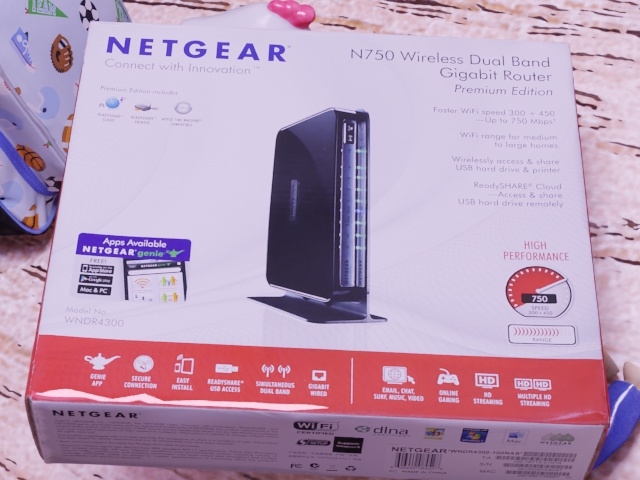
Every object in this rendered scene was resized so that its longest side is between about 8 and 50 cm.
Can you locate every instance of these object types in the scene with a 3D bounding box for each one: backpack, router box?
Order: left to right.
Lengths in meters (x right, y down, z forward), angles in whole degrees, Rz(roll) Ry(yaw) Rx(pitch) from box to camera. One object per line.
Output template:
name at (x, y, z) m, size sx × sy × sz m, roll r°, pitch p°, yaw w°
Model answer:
backpack at (-0.277, -0.160, 1.200) m, size 0.213 × 0.276 × 0.263 m, roll -8°, pitch 50°, yaw 15°
router box at (0.000, 0.000, 0.936) m, size 0.335 × 0.082 × 0.301 m, roll 2°, pitch 54°, yaw -1°

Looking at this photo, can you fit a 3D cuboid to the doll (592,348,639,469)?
doll at (0.138, 0.153, 0.924) m, size 0.189 × 0.046 × 0.129 m, roll -48°, pitch 51°, yaw -10°

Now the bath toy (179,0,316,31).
bath toy at (-0.052, -0.049, 1.091) m, size 0.129 × 0.151 × 0.348 m, roll -32°, pitch 39°, yaw 38°
